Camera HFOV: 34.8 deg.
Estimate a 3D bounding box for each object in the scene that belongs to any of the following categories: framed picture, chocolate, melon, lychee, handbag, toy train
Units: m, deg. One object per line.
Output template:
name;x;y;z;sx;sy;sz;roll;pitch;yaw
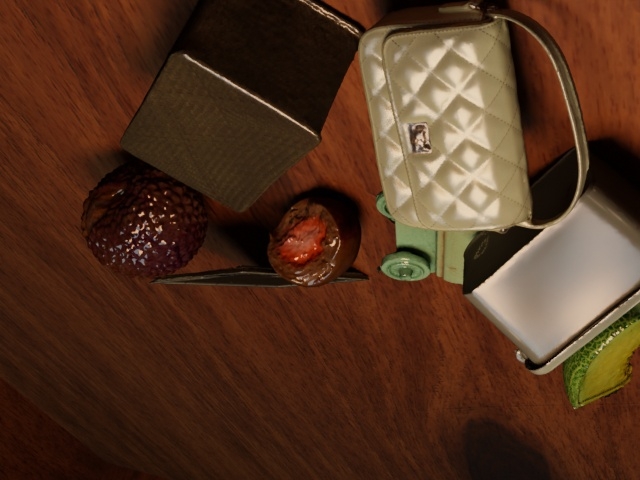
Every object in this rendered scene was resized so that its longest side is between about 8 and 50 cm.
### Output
framed picture;-0.091;0.057;1.580;0.216;0.016;0.273;-6;172;42
chocolate;0.000;0.000;1.422;0.133;0.127;0.124;-7;114;49
melon;0.388;0.068;1.218;0.265;0.129;0.169;-26;145;2
lychee;-0.250;-0.024;1.505;0.188;0.188;0.188;17;153;9
handbag;0.158;-0.119;1.039;0.219;0.079;0.256;4;122;32
toy train;0.159;-0.036;1.274;0.177;0.116;0.285;3;149;8

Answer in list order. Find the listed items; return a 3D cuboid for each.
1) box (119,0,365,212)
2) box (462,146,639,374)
box;-0.094;-0.165;1.167;0.184;0.143;0.273;28;154;-13
box;0.275;0.016;1.152;0.135;0.163;0.243;40;118;-12
